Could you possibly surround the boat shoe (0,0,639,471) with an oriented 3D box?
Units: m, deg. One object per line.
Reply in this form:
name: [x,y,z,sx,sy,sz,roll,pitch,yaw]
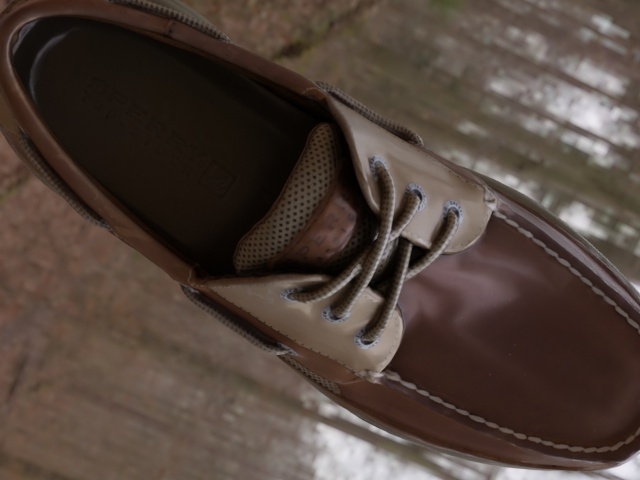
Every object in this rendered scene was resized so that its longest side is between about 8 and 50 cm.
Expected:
boat shoe: [0.000,0.000,0.707,0.123,0.324,0.116,-62,179,2]
